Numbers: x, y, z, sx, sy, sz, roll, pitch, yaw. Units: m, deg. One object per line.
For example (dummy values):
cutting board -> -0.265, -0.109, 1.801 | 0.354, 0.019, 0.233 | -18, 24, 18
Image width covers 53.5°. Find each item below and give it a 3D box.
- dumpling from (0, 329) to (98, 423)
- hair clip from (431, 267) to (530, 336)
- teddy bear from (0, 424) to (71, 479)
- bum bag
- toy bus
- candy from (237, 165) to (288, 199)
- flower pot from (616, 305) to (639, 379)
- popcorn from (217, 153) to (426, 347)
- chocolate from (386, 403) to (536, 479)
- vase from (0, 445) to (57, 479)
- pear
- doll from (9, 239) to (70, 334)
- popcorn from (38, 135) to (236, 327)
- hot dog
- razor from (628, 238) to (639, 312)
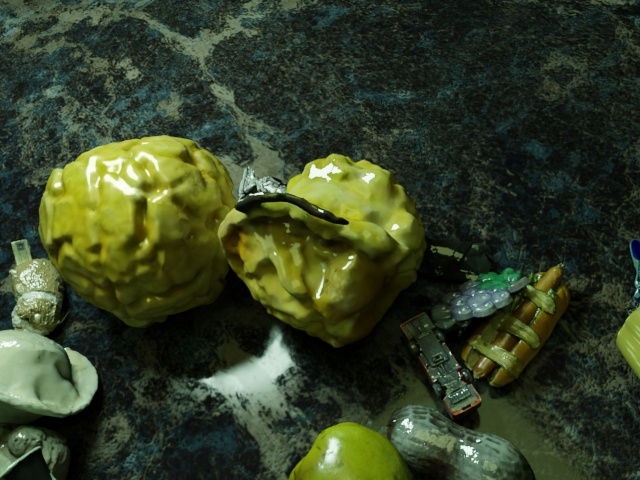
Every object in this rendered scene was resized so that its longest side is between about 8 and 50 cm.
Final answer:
dumpling -> -0.528, 0.240, 1.180 | 0.227, 0.175, 0.243 | 13, 42, -21
hair clip -> 0.285, 0.107, 1.114 | 0.195, 0.052, 0.124 | -32, 25, -23
teddy bear -> -0.527, 0.447, 1.072 | 0.236, 0.151, 0.267 | -10, 50, 32
bum bag -> 0.230, 0.037, 1.229 | 0.198, 0.049, 0.087 | 7, 84, 17
toy bus -> 0.206, 0.218, 1.096 | 0.065, 0.077, 0.192 | -27, 54, -3
candy -> -0.092, -0.098, 1.386 | 0.226, 0.051, 0.094 | 27, 70, 26
flower pot -> 0.575, 0.179, 0.983 | 0.195, 0.195, 0.179 | -31, 43, -8
popcorn -> 0.000, 0.000, 1.121 | 0.349, 0.382, 0.349 | -13, 64, 28
chocolate -> 0.215, 0.339, 0.999 | 0.248, 0.110, 0.110 | 15, 62, 27
vase -> -0.342, 0.476, 0.933 | 0.360, 0.165, 0.165 | 45, 74, 3
pear -> 0.048, 0.381, 0.961 | 0.200, 0.200, 0.200 | -6, 56, 9
doll -> -0.600, 0.101, 1.337 | 0.115, 0.105, 0.221 | -17, 56, -18
popcorn -> -0.349, -0.019, 1.215 | 0.354, 0.390, 0.344 | 4, 70, -22
hot dog -> 0.349, 0.145, 1.115 | 0.109, 0.072, 0.269 | 35, 72, 27
razor -> 0.576, 0.058, 1.144 | 0.044, 0.028, 0.154 | 2, 59, 15
